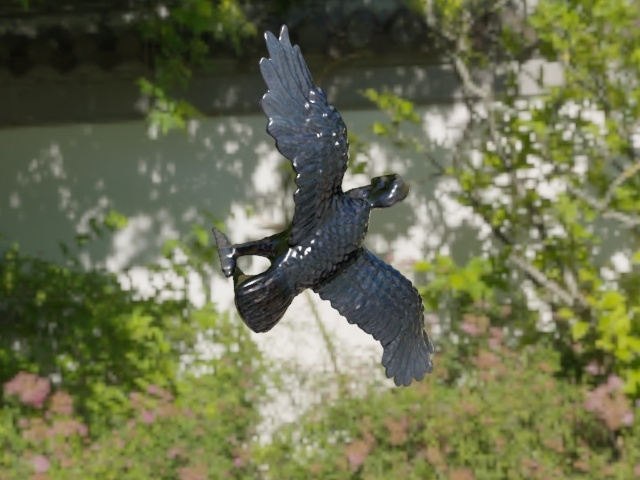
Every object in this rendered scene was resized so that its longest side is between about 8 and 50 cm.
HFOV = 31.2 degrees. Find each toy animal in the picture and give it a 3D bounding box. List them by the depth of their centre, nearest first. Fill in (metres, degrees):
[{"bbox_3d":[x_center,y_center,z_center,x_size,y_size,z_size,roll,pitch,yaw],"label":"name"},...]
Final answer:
[{"bbox_3d":[0.000,0.000,0.578,0.108,0.220,0.062,-26,30,-7],"label":"toy animal"}]
